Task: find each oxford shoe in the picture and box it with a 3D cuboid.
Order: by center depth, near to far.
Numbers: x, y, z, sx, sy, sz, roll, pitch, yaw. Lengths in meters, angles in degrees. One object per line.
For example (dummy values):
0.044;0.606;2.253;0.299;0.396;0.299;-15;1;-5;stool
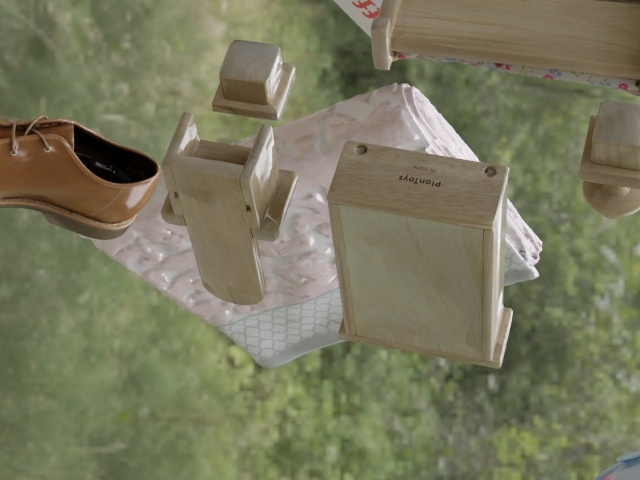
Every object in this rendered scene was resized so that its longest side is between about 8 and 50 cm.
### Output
-0.206;-0.062;0.965;0.076;0.212;0.076;-42;-132;41;oxford shoe

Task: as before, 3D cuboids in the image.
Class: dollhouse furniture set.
0.089;-0.113;1.019;0.174;0.303;0.355;83;21;-54;dollhouse furniture set

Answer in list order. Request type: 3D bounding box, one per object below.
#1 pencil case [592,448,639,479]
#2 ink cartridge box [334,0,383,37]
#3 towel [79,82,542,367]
0.304;0.285;1.103;0.113;0.273;0.124;-18;-153;48;pencil case
0.132;-0.357;1.341;0.385;0.279;0.160;-16;-141;48;ink cartridge box
0.000;0.000;1.315;0.317;0.332;0.053;43;35;-48;towel
